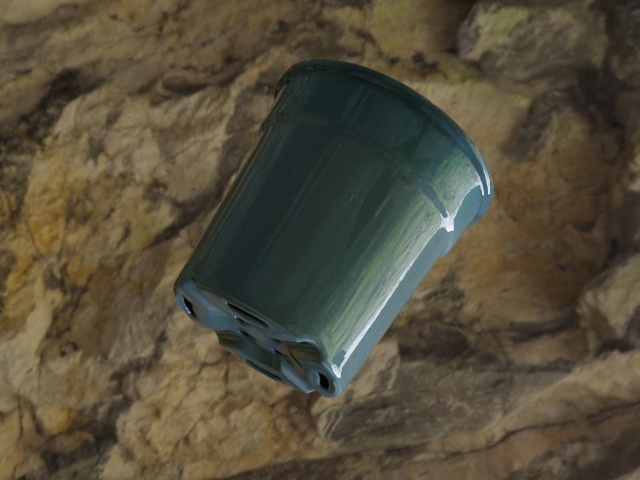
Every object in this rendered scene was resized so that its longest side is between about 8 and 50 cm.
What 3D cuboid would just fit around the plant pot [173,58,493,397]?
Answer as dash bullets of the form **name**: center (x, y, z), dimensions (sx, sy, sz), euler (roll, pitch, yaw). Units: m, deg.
- **plant pot**: center (0.000, 0.000, 1.156), dimensions (0.341, 0.341, 0.334), euler (32, -112, 4)
